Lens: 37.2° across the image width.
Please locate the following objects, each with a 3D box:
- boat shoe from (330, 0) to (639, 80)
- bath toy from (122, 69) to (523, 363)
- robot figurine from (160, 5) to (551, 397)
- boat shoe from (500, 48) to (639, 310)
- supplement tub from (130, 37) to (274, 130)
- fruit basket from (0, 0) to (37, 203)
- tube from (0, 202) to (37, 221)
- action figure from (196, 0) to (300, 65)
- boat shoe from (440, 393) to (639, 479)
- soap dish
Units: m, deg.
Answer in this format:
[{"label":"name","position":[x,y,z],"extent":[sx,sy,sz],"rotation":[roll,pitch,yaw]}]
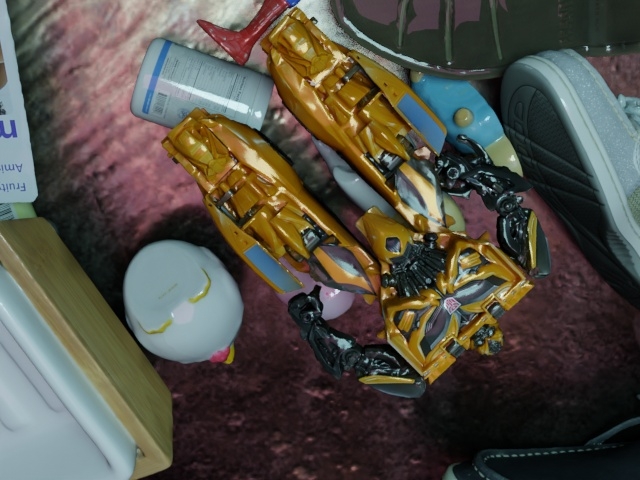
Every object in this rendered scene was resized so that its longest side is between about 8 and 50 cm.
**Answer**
[{"label":"boat shoe","position":[0.158,-0.195,0.774],"extent":[0.307,0.104,0.111],"rotation":[2,114,-5]},{"label":"bath toy","position":[0.000,0.000,0.814],"extent":[0.348,0.129,0.151],"rotation":[-32,61,4]},{"label":"robot figurine","position":[0.033,-0.016,0.706],"extent":[0.291,0.085,0.211],"rotation":[45,95,-4]},{"label":"boat shoe","position":[0.253,-0.049,0.788],"extent":[0.103,0.118,0.320],"rotation":[-45,124,-3]},{"label":"supplement tub","position":[-0.099,-0.120,0.795],"extent":[0.107,0.071,0.071],"rotation":[18,104,-9]},{"label":"fruit basket","position":[-0.399,-0.184,0.703],"extent":[0.327,0.165,0.353],"rotation":[-2,106,2]},{"label":"tube","position":[-0.260,0.051,0.847],"extent":[0.062,0.070,0.240],"rotation":[-30,114,-35]},{"label":"action figure","position":[-0.014,-0.284,0.730],"extent":[0.139,0.091,0.280],"rotation":[43,95,-12]},{"label":"boat shoe","position":[0.349,0.219,0.864],"extent":[0.500,0.187,0.156],"rotation":[5,100,-10]},{"label":"soap dish","position":[-0.280,0.122,0.789],"extent":[0.290,0.118,0.229],"rotation":[-25,107,28]}]
